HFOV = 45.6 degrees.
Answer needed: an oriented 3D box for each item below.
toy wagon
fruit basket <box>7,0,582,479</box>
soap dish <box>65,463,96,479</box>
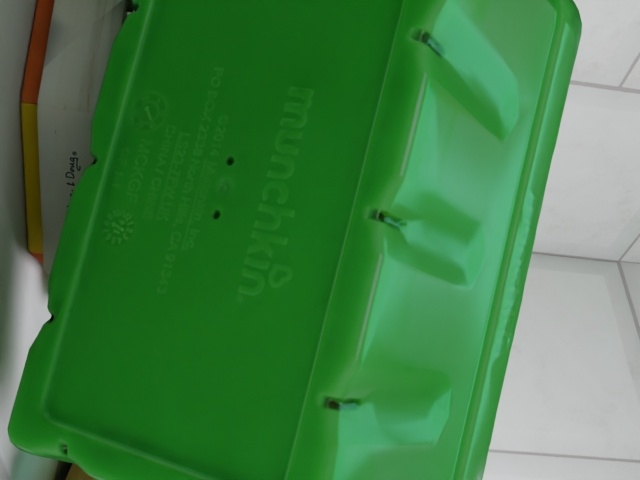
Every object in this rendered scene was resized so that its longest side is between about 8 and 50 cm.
[{"bbox_3d":[-0.147,-0.113,0.576,0.344,0.068,0.267,-97,-165,-57],"label":"toy wagon"},{"bbox_3d":[0.000,0.000,0.515,0.392,0.283,0.392,12,90,-68],"label":"fruit basket"},{"bbox_3d":[-0.174,0.272,0.698,0.291,0.118,0.228,-124,-138,-78],"label":"soap dish"}]
